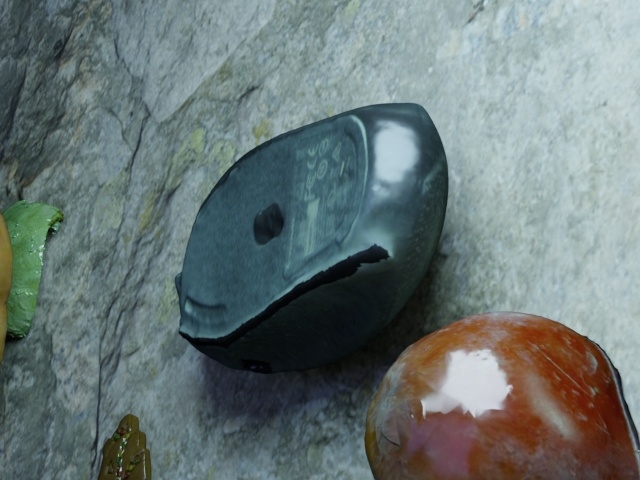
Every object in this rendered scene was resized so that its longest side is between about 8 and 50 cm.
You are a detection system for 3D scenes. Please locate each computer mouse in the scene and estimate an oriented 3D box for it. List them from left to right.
[{"bbox_3d":[0.003,0.002,1.570,0.374,0.114,0.203,-22,57,57],"label":"computer mouse"}]

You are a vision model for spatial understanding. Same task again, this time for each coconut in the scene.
[{"bbox_3d":[-0.333,0.015,2.092,0.133,0.055,0.158,-56,37,22],"label":"coconut"}]

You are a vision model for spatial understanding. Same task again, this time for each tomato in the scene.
[{"bbox_3d":[0.109,0.145,1.311,0.181,0.155,0.214,-47,38,24],"label":"tomato"}]

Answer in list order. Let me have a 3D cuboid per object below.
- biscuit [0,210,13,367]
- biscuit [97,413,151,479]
[{"bbox_3d":[-0.406,0.048,2.098,0.351,0.057,0.312,-110,34,-42],"label":"biscuit"},{"bbox_3d":[-0.184,0.211,1.809,0.092,0.016,0.082,35,101,58],"label":"biscuit"}]
